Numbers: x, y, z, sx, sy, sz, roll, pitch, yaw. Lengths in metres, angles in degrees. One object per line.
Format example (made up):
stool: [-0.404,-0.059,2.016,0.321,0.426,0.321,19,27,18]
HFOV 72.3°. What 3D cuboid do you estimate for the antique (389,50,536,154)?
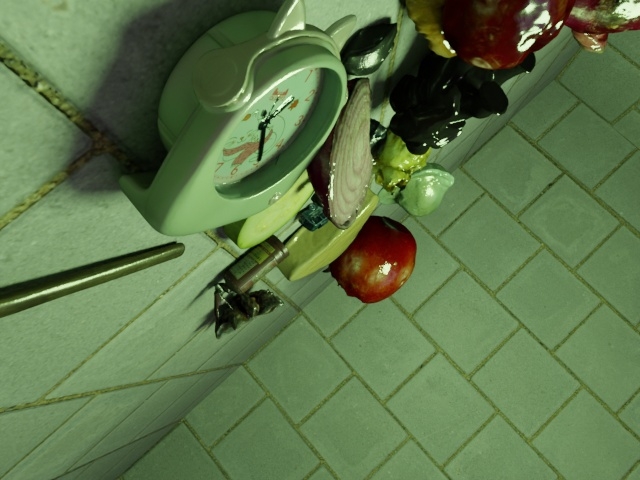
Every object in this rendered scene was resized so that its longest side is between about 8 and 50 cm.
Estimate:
antique: [0.291,-0.328,0.938,0.322,0.185,0.255,-53,-166,-26]

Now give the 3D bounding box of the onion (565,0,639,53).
onion: [0.532,-0.496,0.793,0.348,0.348,0.385,-42,151,-7]

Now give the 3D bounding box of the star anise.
star anise: [-0.235,0.214,1.391,0.236,0.108,0.223,-31,171,40]

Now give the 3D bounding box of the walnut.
walnut: [0.253,-0.392,0.658,0.269,0.244,0.221,54,49,-60]

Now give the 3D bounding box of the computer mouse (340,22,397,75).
computer mouse: [0.089,-0.314,0.732,0.135,0.047,0.079,-40,169,-26]

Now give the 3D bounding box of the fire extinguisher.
fire extinguisher: [-0.187,0.101,1.134,0.252,0.106,0.075,-41,-172,-15]

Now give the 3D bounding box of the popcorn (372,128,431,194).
popcorn: [0.214,-0.230,1.241,0.195,0.174,0.168,-52,-170,-1]

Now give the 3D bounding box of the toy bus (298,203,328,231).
toy bus: [0.014,-0.087,1.239,0.166,0.065,0.047,-37,168,-32]

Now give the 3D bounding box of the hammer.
hammer: [-0.338,0.057,0.645,0.111,0.043,0.365,-50,168,27]

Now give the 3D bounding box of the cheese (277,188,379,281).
cheese: [0.001,0.000,1.409,0.384,0.104,0.384,-41,168,-10]

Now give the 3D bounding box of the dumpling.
dumpling: [0.401,-0.201,1.789,0.270,0.212,0.320,-30,152,-40]

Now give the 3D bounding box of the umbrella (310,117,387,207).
umbrella: [0.058,-0.162,0.946,0.224,0.080,0.071,-55,151,-10]

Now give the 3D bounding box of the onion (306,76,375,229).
onion: [0.017,-0.149,0.786,0.250,0.112,0.247,82,27,-48]

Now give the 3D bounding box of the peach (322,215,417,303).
peach: [0.222,0.056,1.786,0.406,0.335,0.309,-17,146,-54]

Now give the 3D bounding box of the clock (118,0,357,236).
clock: [-0.084,-0.157,0.559,0.324,0.108,0.265,-51,165,30]

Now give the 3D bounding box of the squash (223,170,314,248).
squash: [-0.095,-0.087,0.940,0.252,0.049,0.252,-43,168,-11]
